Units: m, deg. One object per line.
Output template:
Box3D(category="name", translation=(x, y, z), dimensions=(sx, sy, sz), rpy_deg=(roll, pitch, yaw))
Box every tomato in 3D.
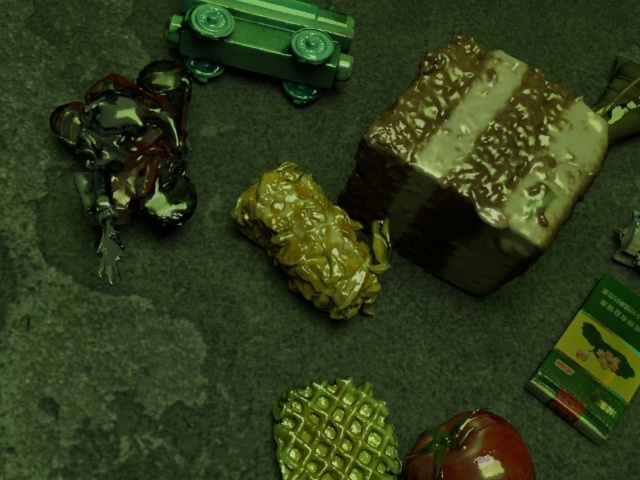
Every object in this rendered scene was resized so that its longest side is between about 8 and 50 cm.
Box3D(category="tomato", translation=(0.199, 0.300, 1.206), dimensions=(0.167, 0.167, 0.167), rpy_deg=(5, 61, -10))

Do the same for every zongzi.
Box3D(category="zongzi", translation=(0.482, -0.241, 1.616), dimensions=(0.189, 0.081, 0.178), rpy_deg=(-22, 46, -8))

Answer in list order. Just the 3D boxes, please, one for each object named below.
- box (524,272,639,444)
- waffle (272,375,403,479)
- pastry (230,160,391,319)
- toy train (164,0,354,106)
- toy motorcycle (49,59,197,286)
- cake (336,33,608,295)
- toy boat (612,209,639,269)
Box3D(category="box", translation=(0.411, 0.168, 1.385), dimensions=(0.132, 0.034, 0.235), rpy_deg=(38, 61, 8))
Box3D(category="waffle", translation=(0.022, 0.265, 1.246), dimensions=(0.169, 0.036, 0.184), rpy_deg=(-4, 65, -17))
Box3D(category="pastry", translation=(0.000, 0.000, 1.341), dimensions=(0.250, 0.102, 0.154), rpy_deg=(44, 71, 10))
Box3D(category="toy train", translation=(-0.088, -0.335, 1.503), dimensions=(0.298, 0.120, 0.194), rpy_deg=(13, 55, -5))
Box3D(category="toy motorcycle", translation=(-0.274, -0.093, 1.320), dimensions=(0.207, 0.134, 0.401), rpy_deg=(0, 61, -12))
Box3D(category="cake", translation=(0.212, -0.097, 1.354), dimensions=(0.290, 0.282, 0.256), rpy_deg=(38, 68, 4))
Box3D(category="toy boat", translation=(0.558, 0.027, 1.481), dimensions=(0.210, 0.066, 0.084), rpy_deg=(22, 93, -10))
